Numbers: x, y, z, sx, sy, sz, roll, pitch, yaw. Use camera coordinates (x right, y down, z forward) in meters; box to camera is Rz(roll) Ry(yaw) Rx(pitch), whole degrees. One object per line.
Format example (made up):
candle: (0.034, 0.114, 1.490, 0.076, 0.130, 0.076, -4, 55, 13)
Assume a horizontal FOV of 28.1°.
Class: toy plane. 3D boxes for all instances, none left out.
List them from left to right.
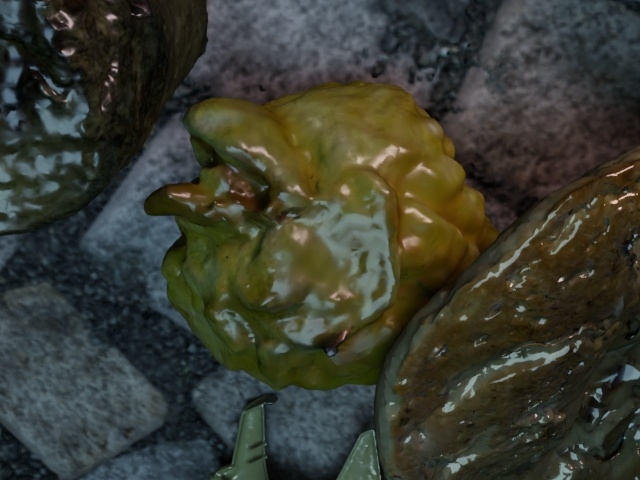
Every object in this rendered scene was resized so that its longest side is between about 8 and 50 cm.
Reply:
toy plane: (-0.037, 0.263, 1.124, 0.256, 0.104, 0.242, -28, 99, 11)

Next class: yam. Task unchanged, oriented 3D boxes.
yam: (-0.183, -0.129, 0.804, 0.195, 0.300, 0.195, 1, 109, 3)

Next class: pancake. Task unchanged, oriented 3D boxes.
pancake: (0.205, 0.074, 0.928, 0.386, 0.082, 0.387, -20, 136, -20)

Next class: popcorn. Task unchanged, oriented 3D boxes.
popcorn: (0.000, 0.000, 0.914, 0.266, 0.192, 0.233, 30, 112, -32)
